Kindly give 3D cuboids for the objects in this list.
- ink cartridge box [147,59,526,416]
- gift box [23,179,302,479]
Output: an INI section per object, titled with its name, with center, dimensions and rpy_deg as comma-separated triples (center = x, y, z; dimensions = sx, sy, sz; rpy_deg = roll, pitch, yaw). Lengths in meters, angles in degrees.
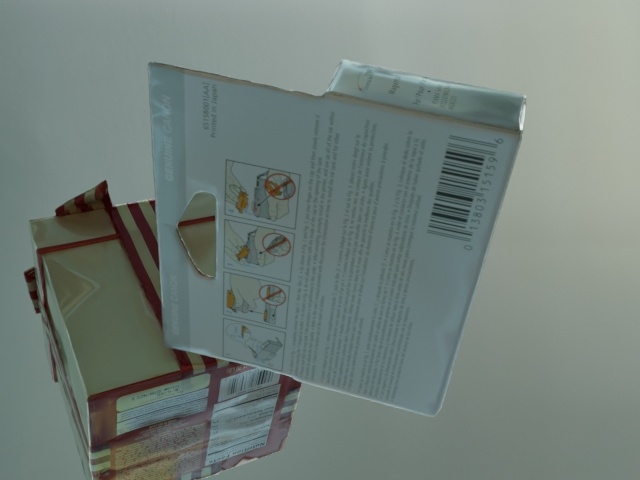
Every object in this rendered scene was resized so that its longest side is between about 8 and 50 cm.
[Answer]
[ink cartridge box]
center = 0.000, 0.000, 0.569
dimensions = 0.239, 0.275, 0.060
rpy_deg = 14, -140, 8
[gift box]
center = -0.158, 0.082, 0.809
dimensions = 0.255, 0.276, 0.258
rpy_deg = -9, -133, -29
